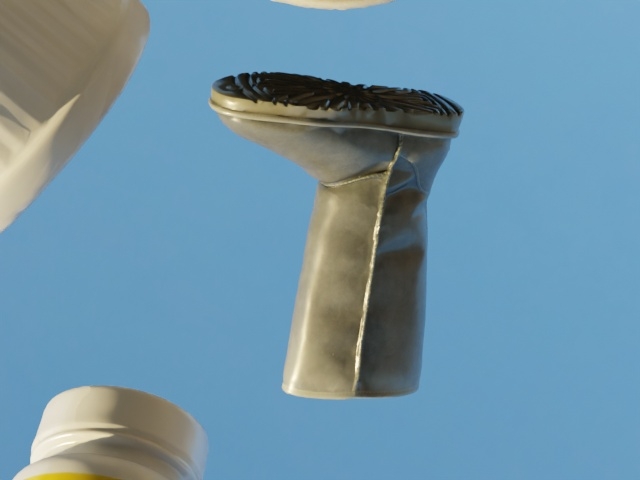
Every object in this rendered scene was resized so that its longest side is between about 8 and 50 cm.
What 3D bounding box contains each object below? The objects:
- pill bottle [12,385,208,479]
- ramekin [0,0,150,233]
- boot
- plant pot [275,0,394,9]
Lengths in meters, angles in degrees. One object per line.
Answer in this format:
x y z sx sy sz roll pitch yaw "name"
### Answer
-0.128 0.193 1.071 0.119 0.119 0.208 15 -126 -6 "pill bottle"
-0.253 -0.103 1.308 0.127 0.273 0.273 44 -131 -22 "ramekin"
0.000 0.001 1.278 0.190 0.208 0.076 7 -158 -20 "boot"
0.020 -0.395 1.503 0.334 0.305 0.333 2 -108 -5 "plant pot"
